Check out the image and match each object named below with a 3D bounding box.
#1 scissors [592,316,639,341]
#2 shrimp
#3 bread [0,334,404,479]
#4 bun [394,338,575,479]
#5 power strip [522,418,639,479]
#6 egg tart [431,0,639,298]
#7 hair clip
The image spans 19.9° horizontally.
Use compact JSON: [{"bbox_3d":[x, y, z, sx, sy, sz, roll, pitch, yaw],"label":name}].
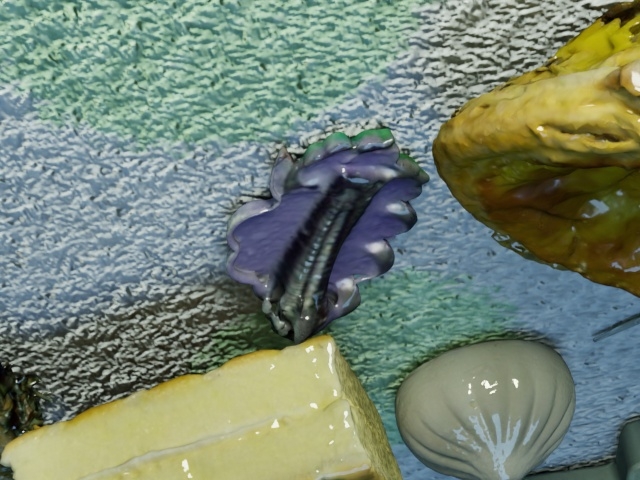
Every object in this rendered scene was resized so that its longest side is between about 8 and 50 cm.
[{"bbox_3d":[0.241,0.058,1.357,0.083,0.006,0.036,-26,146,18],"label":"scissors"},{"bbox_3d":[-0.158,0.116,1.280,0.198,0.051,0.262,-16,150,-8],"label":"shrimp"},{"bbox_3d":[-0.069,0.168,1.256,0.239,0.111,0.246,-18,160,6],"label":"bread"},{"bbox_3d":[0.127,0.141,1.365,0.138,0.094,0.138,-6,146,-4],"label":"bun"},{"bbox_3d":[0.286,0.219,1.552,0.264,0.059,0.194,-7,142,-3],"label":"power strip"},{"bbox_3d":[0.234,-0.045,1.030,0.341,0.129,0.341,17,165,5],"label":"egg tart"},{"bbox_3d":[0.001,0.001,1.158,0.124,0.052,0.195,-3,141,-24],"label":"hair clip"}]
